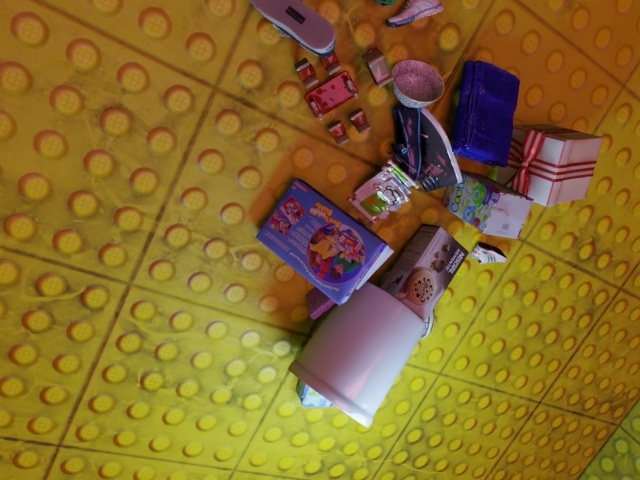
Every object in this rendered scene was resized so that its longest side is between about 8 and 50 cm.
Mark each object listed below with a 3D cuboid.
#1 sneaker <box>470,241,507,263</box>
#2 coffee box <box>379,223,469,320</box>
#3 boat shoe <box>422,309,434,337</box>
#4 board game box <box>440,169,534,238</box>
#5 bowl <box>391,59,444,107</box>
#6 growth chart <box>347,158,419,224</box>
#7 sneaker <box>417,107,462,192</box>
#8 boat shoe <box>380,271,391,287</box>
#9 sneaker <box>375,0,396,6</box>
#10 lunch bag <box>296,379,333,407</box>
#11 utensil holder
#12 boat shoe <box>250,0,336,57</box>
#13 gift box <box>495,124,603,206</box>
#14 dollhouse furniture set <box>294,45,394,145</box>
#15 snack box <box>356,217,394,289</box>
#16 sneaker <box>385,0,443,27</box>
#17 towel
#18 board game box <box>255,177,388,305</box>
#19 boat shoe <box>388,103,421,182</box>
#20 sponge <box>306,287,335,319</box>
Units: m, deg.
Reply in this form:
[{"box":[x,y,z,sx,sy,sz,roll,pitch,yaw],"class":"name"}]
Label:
[{"box":[0.652,0.061,1.955,0.161,0.057,0.075,19,123,-27],"class":"sneaker"},{"box":[0.369,0.108,1.785,0.168,0.119,0.297,39,81,-22],"class":"coffee box"},{"box":[0.380,0.250,1.923,0.095,0.095,0.258,1,101,-16],"class":"boat shoe"},{"box":[0.555,-0.130,1.700,0.144,0.275,0.142,8,110,-22],"class":"board game box"},{"box":[0.288,-0.467,1.552,0.170,0.170,0.080,-5,155,-17],"class":"bowl"},{"box":[0.209,-0.153,1.664,0.172,0.021,0.237,32,130,-23],"class":"growth chart"},{"box":[0.351,-0.285,1.661,0.147,0.104,0.296,-28,114,5],"class":"sneaker"},{"box":[0.282,0.210,1.883,0.070,0.077,0.219,-33,116,-40],"class":"boat shoe"},{"box":[0.229,-0.815,1.385,0.343,0.134,0.146,-55,143,6],"class":"sneaker"},{"box":[0.017,0.534,1.924,0.176,0.090,0.219,11,110,-26],"class":"lunch bag"},{"box":[0.130,0.371,1.710,0.327,0.327,0.385,42,76,-29],"class":"utensil holder"},{"box":[-0.079,-0.606,1.344,0.306,0.105,0.113,37,91,4],"class":"boat shoe"},{"box":[0.754,-0.261,1.732,0.258,0.276,0.255,-11,113,-32],"class":"gift box"},{"box":[0.079,-0.462,1.496,0.259,0.135,0.262,-28,120,8],"class":"dollhouse furniture set"},{"box":[0.127,0.040,1.669,0.174,0.207,0.070,-47,119,5],"class":"snack box"},{"box":[0.269,-0.687,1.478,0.190,0.071,0.083,-27,113,-15],"class":"sneaker"},{"box":[0.546,-0.409,1.628,0.227,0.076,0.308,11,87,-22],"class":"towel"},{"box":[0.000,0.000,1.560,0.347,0.078,0.233,38,100,15],"class":"board game box"},{"box":[0.265,-0.310,1.630,0.089,0.109,0.258,-9,100,-22],"class":"boat shoe"},{"box":[0.042,0.170,1.728,0.210,0.117,0.031,-38,119,15],"class":"sponge"}]
